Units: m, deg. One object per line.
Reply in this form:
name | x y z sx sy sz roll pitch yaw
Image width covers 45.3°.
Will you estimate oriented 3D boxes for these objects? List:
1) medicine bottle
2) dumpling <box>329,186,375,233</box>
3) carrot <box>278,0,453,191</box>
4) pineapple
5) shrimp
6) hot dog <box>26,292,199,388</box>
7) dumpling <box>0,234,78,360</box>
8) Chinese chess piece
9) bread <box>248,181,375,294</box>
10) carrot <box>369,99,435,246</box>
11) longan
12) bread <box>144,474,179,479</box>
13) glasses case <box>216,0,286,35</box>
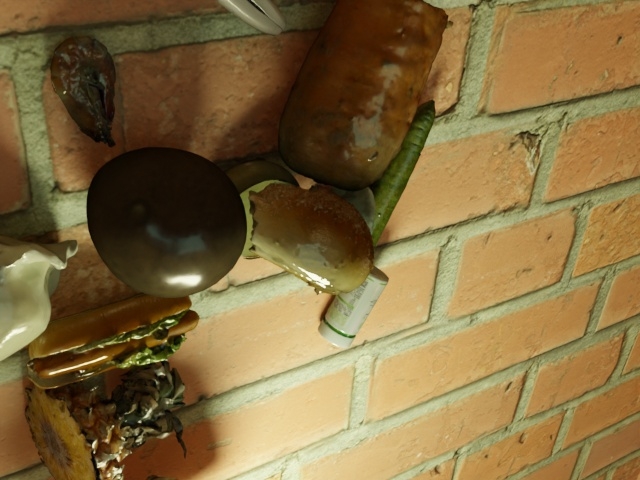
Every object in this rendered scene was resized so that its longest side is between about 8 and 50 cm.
medicine bottle | 0.073 0.141 1.706 0.086 0.086 0.183 16 111 -42
dumpling | 0.052 -0.022 1.537 0.108 0.153 0.219 -19 135 -61
carrot | 0.064 -0.261 1.321 0.224 0.224 0.340 10 107 -40
pineapple | -0.373 0.329 1.453 0.272 0.262 0.262 -23 134 -43
shrimp | -0.348 -0.221 1.173 0.101 0.042 0.190 -32 133 -24
hot dog | -0.356 0.172 1.375 0.337 0.100 0.135 -17 131 -41
dumpling | -0.524 0.092 1.219 0.318 0.187 0.243 -45 176 14
Chinese chess piece | -0.122 -0.059 1.428 0.188 0.083 0.188 -21 134 -23
bread | 0.002 0.001 1.336 0.171 0.192 0.314 -59 156 -1
carrot | 0.146 -0.127 1.581 0.074 0.074 0.358 14 109 -41
longan | -0.246 -0.028 1.240 0.258 0.258 0.258 -19 130 -24
bread | -0.284 0.684 1.533 0.279 0.390 0.371 18 152 -11
glasses case | -0.142 -0.389 1.166 0.233 0.092 0.059 30 98 -46
